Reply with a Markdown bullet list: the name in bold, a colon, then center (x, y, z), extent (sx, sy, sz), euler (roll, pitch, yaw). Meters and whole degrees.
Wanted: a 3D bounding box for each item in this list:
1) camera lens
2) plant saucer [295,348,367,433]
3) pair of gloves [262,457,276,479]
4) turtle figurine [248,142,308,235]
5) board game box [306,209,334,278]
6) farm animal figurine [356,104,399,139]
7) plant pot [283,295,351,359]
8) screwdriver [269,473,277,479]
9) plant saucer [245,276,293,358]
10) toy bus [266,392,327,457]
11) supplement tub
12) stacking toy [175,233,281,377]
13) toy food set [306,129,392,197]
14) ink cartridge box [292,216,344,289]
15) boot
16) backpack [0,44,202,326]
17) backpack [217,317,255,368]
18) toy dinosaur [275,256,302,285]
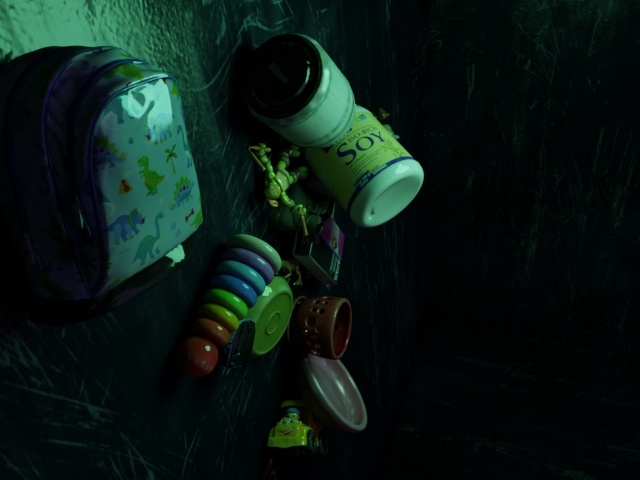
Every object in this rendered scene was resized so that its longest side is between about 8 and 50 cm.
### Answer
- **camera lens**: center (-0.046, -0.357, 1.329), extent (0.274, 0.219, 0.219), euler (18, 80, -68)
- **plant saucer**: center (0.025, 0.486, 1.769), extent (0.332, 0.084, 0.332), euler (49, 13, -15)
- **pair of gloves**: center (-0.158, 0.726, 1.677), extent (0.074, 0.010, 0.083), euler (-59, 148, -45)
- **turtle figurine**: center (-0.098, -0.151, 1.424), extent (0.269, 0.087, 0.217), euler (55, 31, -18)
- **board game box**: center (0.000, 0.000, 1.821), extent (0.124, 0.039, 0.259), euler (-2, 101, -68)
- **farm animal figurine**: center (0.196, -0.350, 2.012), extent (0.330, 0.172, 0.327), euler (-41, 134, -59)
- **plant pot**: center (-0.009, 0.263, 1.680), extent (0.191, 0.174, 0.191), euler (6, 90, -67)
- **screwdriver**: center (-0.173, 0.795, 1.644), extent (0.170, 0.025, 0.024), euler (-63, 153, -14)
- **plant saucer**: center (-0.140, 0.214, 1.449), extent (0.241, 0.037, 0.241), euler (-45, 146, -42)
- **toy bus**: center (-0.068, 0.567, 1.700), extent (0.220, 0.149, 0.211), euler (51, 36, -59)
- **supplement tub**: center (0.104, -0.226, 1.532), extent (0.241, 0.331, 0.241), euler (-31, 156, -16)
- **stacking toy**: center (-0.211, 0.153, 1.209), extent (0.141, 0.141, 0.330), euler (68, 40, -51)
- **toy food set**: center (0.094, -0.270, 1.758), extent (0.092, 0.219, 0.306), euler (139, -31, -66)
- **ink cartridge box**: center (0.011, 0.027, 1.714), extent (0.371, 0.069, 0.176), euler (53, 43, -64)
- **boot**: center (-0.031, -0.110, 1.526), extent (0.083, 0.161, 0.246), euler (72, 33, -48)
- **backpack**: center (-0.307, -0.092, 0.765), extent (0.290, 0.273, 0.356), euler (-39, 120, -52)
- **backpack**: center (-0.210, 0.237, 1.286), extent (0.105, 0.084, 0.114), euler (26, 77, -68)
- **toy dinosaur**: center (-0.079, 0.073, 1.598), extent (0.211, 0.064, 0.112), euler (-27, 120, -65)
